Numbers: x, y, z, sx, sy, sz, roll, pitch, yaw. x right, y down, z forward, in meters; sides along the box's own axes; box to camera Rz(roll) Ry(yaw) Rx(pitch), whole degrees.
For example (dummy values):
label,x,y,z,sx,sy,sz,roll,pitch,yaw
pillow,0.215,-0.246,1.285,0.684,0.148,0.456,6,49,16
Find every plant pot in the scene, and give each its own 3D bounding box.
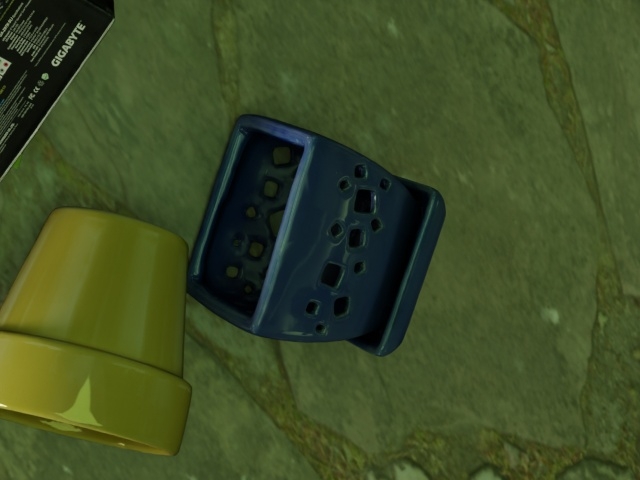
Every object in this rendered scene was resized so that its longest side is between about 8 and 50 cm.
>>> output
label,x,y,z,sx,sy,sz,roll,pitch,yaw
plant pot,0.000,0.000,1.704,0.212,0.236,0.236,17,92,-26
plant pot,-0.254,0.098,1.635,0.254,0.254,0.239,18,77,-19

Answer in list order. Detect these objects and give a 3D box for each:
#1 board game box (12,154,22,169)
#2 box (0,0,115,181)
label,x,y,z,sx,sy,sz,roll,pitch,yaw
board game box,-0.474,-0.234,1.595,0.347,0.078,0.233,14,93,-19
box,-0.401,-0.185,1.491,0.257,0.079,0.322,29,114,-24
